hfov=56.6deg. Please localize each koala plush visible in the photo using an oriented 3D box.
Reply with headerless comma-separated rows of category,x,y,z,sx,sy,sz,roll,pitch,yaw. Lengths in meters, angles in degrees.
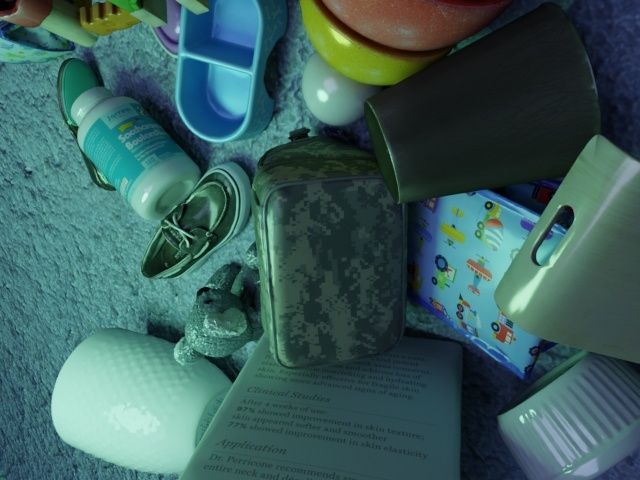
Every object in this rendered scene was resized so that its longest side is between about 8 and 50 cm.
koala plush,-0.152,0.138,1.074,0.196,0.221,0.203,-35,87,39

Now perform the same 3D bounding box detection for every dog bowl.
dog bowl,-0.153,-0.293,0.962,0.165,0.074,0.297,18,120,9

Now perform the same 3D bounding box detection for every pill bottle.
pill bottle,-0.364,-0.175,1.147,0.264,0.146,0.146,46,129,11

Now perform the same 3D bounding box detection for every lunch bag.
lunch bag,-0.617,-0.417,1.228,0.128,0.151,0.096,-3,107,38
lunch bag,0.210,0.010,0.831,0.293,0.138,0.221,29,126,35
lunch bag,0.000,0.000,0.903,0.256,0.212,0.305,-124,27,-65

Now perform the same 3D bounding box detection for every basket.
basket,0.177,-0.136,0.693,0.226,0.154,0.204,-19,107,1

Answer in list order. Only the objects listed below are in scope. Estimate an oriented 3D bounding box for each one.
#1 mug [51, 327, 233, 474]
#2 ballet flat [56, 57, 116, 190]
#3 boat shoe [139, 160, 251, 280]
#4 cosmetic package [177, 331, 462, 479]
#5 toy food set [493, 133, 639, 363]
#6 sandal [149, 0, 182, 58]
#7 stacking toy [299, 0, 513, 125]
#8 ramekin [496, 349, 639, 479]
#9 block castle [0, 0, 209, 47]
mug,-0.339,0.384,1.312,0.328,0.276,0.374,9,144,26
ballet flat,-0.496,-0.237,1.257,0.096,0.095,0.281,1,109,49
boat shoe,-0.246,-0.015,1.145,0.121,0.119,0.335,49,129,10
cosmetic package,0.028,0.364,0.873,0.329,0.394,0.328,6,114,12
toy food set,0.373,0.024,0.648,0.306,0.092,0.220,15,124,-11
sandal,-0.329,-0.499,1.014,0.416,0.102,0.169,53,130,4
stacking toy,0.083,-0.302,0.709,0.350,0.350,0.480,47,144,11
ramekin,0.330,0.228,0.778,0.109,0.207,0.207,53,130,18
block castle,-0.256,-0.472,0.805,0.453,0.213,0.303,-5,84,25
